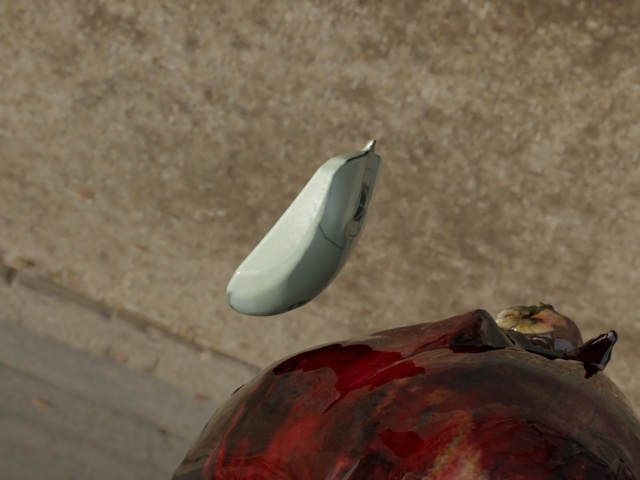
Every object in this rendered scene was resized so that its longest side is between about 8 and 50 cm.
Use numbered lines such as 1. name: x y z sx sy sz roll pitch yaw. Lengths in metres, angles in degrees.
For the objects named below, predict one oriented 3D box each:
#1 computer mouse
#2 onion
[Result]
1. computer mouse: 0.000 0.000 0.656 0.032 0.110 0.056 45 -162 20
2. onion: 0.046 0.138 0.593 0.221 0.281 0.281 48 158 3
